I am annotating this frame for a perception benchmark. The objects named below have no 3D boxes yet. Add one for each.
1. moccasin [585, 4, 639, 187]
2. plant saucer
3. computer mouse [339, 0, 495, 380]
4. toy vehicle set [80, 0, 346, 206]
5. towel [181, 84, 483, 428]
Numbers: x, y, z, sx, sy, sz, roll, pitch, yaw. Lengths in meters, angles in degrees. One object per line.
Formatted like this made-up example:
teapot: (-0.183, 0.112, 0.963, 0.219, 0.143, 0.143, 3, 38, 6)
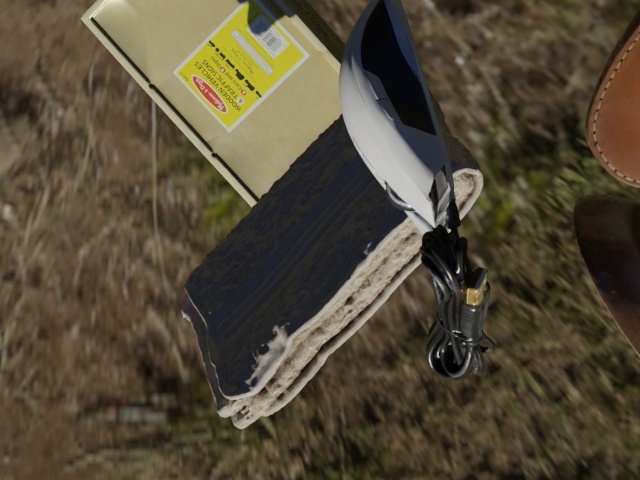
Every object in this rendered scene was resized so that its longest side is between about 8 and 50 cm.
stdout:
moccasin: (0.320, -0.157, 1.264, 0.380, 0.147, 0.139, -35, 100, 32)
plant saucer: (0.265, 0.040, 1.465, 0.036, 0.198, 0.198, -36, 103, 25)
computer mouse: (0.041, -0.033, 0.940, 0.042, 0.106, 0.193, -15, 62, 0)
toy vehicle set: (-0.071, -0.158, 1.742, 0.166, 0.035, 0.267, -40, 94, 29)
towel: (0.000, 0.000, 1.511, 0.049, 0.187, 0.282, 33, 108, -32)
